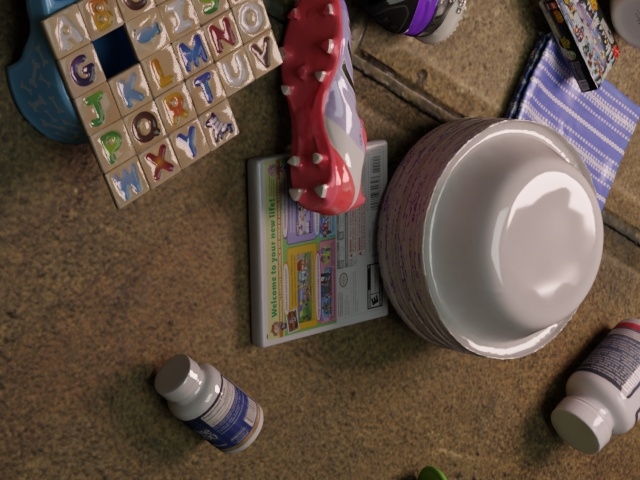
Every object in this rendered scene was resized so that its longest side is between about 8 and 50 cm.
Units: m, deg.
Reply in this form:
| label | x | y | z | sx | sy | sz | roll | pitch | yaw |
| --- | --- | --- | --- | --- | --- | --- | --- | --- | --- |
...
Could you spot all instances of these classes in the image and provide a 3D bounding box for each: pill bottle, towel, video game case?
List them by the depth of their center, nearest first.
| label | x | y | z | sx | sy | sz | roll | pitch | yaw |
| --- | --- | --- | --- | --- | --- | --- | --- | --- | --- |
| pill bottle | -0.120 | 0.172 | 1.568 | 0.120 | 0.067 | 0.067 | 44 | 70 | -38 |
| video game case | 0.000 | 0.000 | 1.667 | 0.193 | 0.023 | 0.212 | -12 | 108 | -39 |
| towel | 0.300 | -0.071 | 1.903 | 0.243 | 0.040 | 0.336 | 30 | 79 | -42 |
| pill bottle | 0.397 | 0.200 | 2.000 | 0.180 | 0.108 | 0.108 | -42 | 124 | -27 |

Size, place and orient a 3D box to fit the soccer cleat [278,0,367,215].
| label | x | y | z | sx | sy | sz | roll | pitch | yaw |
| --- | --- | --- | --- | --- | --- | --- | --- | --- | --- |
| soccer cleat | 0.009 | -0.150 | 1.598 | 0.095 | 0.083 | 0.248 | 3 | 85 | -54 |

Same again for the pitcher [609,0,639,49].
| label | x | y | z | sx | sy | sz | roll | pitch | yaw |
| --- | --- | --- | --- | --- | --- | --- | --- | --- | --- |
| pitcher | 0.450 | -0.358 | 1.933 | 0.177 | 0.125 | 0.207 | 52 | 53 | -13 |

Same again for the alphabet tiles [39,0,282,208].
| label | x | y | z | sx | sy | sz | roll | pitch | yaw |
| --- | --- | --- | --- | --- | --- | --- | --- | --- | --- |
| alphabet tiles | -0.139 | -0.172 | 1.419 | 0.237 | 0.009 | 0.198 | -36 | 120 | -30 |

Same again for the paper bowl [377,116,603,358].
| label | x | y | z | sx | sy | sz | roll | pitch | yaw |
| --- | --- | --- | --- | --- | --- | --- | --- | --- | --- |
| paper bowl | 0.218 | -0.002 | 1.726 | 0.284 | 0.148 | 0.284 | -5 | 98 | -37 |

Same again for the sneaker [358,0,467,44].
| label | x | y | z | sx | sy | sz | roll | pitch | yaw |
| --- | --- | --- | --- | --- | --- | --- | --- | --- | --- |
| sneaker | 0.107 | -0.371 | 1.628 | 0.146 | 0.102 | 0.293 | 5 | 96 | -41 |

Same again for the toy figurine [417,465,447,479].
| label | x | y | z | sx | sy | sz | roll | pitch | yaw |
| --- | --- | --- | --- | --- | --- | --- | --- | --- | --- |
| toy figurine | 0.089 | 0.373 | 1.779 | 0.159 | 0.130 | 0.173 | -8 | 83 | -30 |

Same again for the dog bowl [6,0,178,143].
| label | x | y | z | sx | sy | sz | roll | pitch | yaw |
| --- | --- | --- | --- | --- | --- | --- | --- | --- | --- |
| dog bowl | -0.220 | -0.233 | 1.391 | 0.166 | 0.074 | 0.297 | -22 | 112 | -36 |

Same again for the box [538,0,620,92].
| label | x | y | z | sx | sy | sz | roll | pitch | yaw |
| --- | --- | --- | --- | --- | --- | --- | --- | --- | --- |
| box | 0.330 | -0.269 | 1.867 | 0.137 | 0.027 | 0.094 | 59 | 43 | -24 |
